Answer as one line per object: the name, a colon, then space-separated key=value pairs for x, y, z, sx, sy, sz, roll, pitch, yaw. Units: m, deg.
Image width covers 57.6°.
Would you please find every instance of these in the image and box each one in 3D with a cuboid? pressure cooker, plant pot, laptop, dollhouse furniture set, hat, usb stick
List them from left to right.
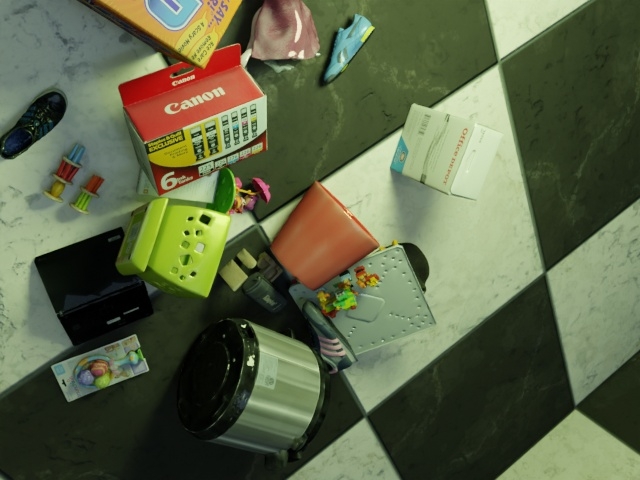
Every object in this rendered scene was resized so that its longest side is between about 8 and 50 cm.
laptop: x=-0.609 y=0.131 z=1.592 sx=0.234 sy=0.136 sz=0.264 roll=-22 pitch=146 yaw=-20
plant pot: x=-0.391 y=0.015 z=1.510 sx=0.207 sy=0.228 sz=0.227 roll=22 pitch=74 yaw=-28
dollhouse furniture set: x=-0.189 y=0.114 z=1.761 sx=0.144 sy=0.123 sz=0.151 roll=-45 pitch=126 yaw=-5
pressure cooker: x=-0.174 y=0.463 z=1.773 sx=0.420 sy=0.375 sz=0.369 roll=28 pitch=93 yaw=-35
usb stick: x=-0.166 y=0.164 z=1.770 sx=0.077 sy=0.045 sz=0.278 roll=-45 pitch=157 yaw=-5
plant pot: x=0.000 y=0.000 z=1.751 sx=0.243 sy=0.275 sz=0.275 roll=-45 pitch=127 yaw=5
hat: x=0.278 y=0.165 z=2.055 sx=0.331 sy=0.134 sz=0.331 roll=-12 pitch=116 yaw=-25

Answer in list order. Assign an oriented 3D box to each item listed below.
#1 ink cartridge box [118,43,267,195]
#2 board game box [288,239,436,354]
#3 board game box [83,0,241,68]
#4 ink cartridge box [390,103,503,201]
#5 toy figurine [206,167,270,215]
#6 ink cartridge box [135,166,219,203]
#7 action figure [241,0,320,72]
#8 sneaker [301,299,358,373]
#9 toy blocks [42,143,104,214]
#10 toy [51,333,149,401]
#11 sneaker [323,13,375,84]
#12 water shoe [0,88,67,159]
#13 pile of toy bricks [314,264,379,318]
ink cartridge box: x=-0.292 y=-0.285 z=1.390 sx=0.310 sy=0.130 sz=0.271 roll=-27 pitch=155 yaw=-18
board game box: x=0.147 y=0.211 z=1.951 sx=0.390 sy=0.050 sz=0.390 roll=-22 pitch=125 yaw=11
board game box: x=-0.355 y=-0.619 z=1.192 sx=0.357 sy=0.356 sz=0.356 roll=27 pitch=96 yaw=-36
ink cartridge box: x=0.382 y=-0.276 z=1.807 sx=0.129 sy=0.307 sz=0.223 roll=10 pitch=106 yaw=-33
toy figurine: x=-0.222 y=-0.120 z=1.659 sx=0.159 sy=0.130 sz=0.173 roll=1 pitch=133 yaw=-41
ink cartridge box: x=-0.370 y=-0.210 z=1.558 sx=0.208 sy=0.045 sz=0.206 roll=6 pitch=107 yaw=-31
action figure: x=-0.101 y=-0.635 z=1.472 sx=0.276 sy=0.248 sz=0.370 roll=-8 pitch=119 yaw=2
sneaker: x=0.004 y=0.331 z=1.915 sx=0.131 sy=0.112 sz=0.319 roll=-34 pitch=121 yaw=2
toy blocks: x=-0.595 y=-0.154 z=1.446 sx=0.123 sy=0.054 sz=0.148 roll=29 pitch=95 yaw=-35
toy: x=-0.622 y=0.375 z=1.667 sx=0.237 sy=0.056 sz=0.136 roll=-21 pitch=119 yaw=-21
sneaker: x=0.063 y=-0.545 z=1.660 sx=0.082 sy=0.069 sz=0.209 roll=37 pitch=100 yaw=-4
water shoe: x=-0.657 y=-0.262 z=1.344 sx=0.203 sy=0.080 sz=0.073 roll=-49 pitch=127 yaw=-3
pile of toy bricks: x=0.082 y=0.172 z=1.802 sx=0.212 sy=0.105 sz=0.118 roll=-27 pitch=146 yaw=16
